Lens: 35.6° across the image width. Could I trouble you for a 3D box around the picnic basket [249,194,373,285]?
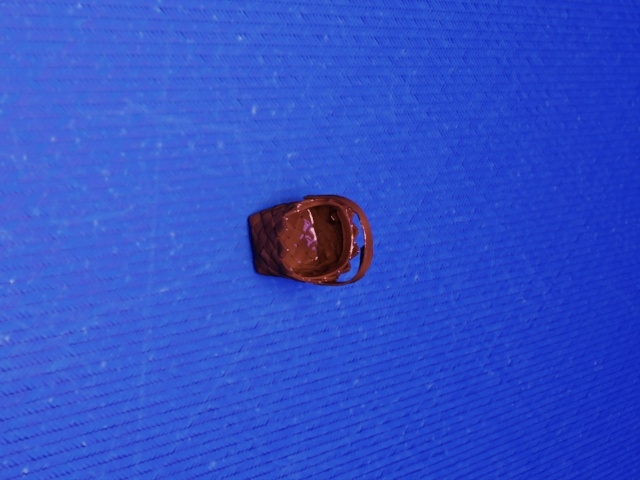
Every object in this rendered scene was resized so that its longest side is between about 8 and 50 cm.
[{"bbox_3d":[0.000,0.000,1.363,0.138,0.179,0.128,-15,105,-40],"label":"picnic basket"}]
